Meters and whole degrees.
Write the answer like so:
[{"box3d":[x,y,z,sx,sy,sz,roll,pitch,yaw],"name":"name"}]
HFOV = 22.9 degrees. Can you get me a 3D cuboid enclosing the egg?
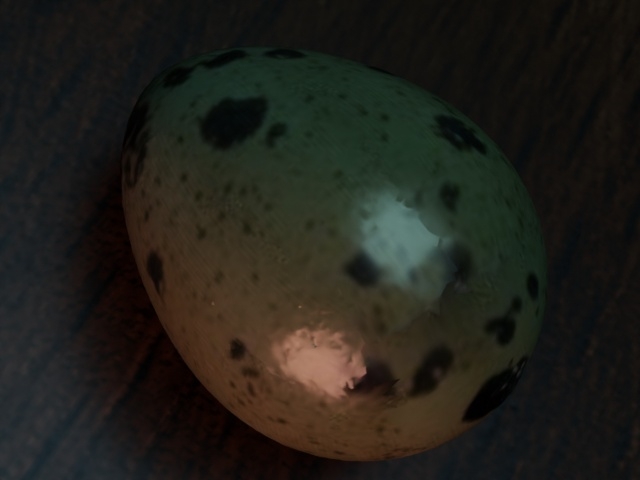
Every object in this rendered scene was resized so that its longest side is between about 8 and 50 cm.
[{"box3d":[0.000,0.000,0.746,0.228,0.177,0.177,40,60,16],"name":"egg"}]
